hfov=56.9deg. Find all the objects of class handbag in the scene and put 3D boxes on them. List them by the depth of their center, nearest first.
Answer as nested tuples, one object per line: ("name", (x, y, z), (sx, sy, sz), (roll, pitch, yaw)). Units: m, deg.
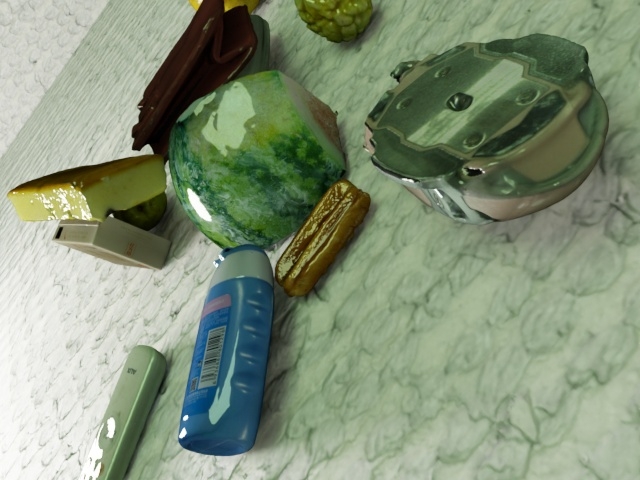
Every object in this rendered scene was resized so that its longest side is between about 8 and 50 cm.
("handbag", (-0.222, -0.289, 1.007), (0.275, 0.084, 0.260), (-49, 31, 20))

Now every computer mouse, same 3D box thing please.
("computer mouse", (0.146, -0.111, 0.611), (0.200, 0.115, 0.389), (-35, 28, 2))
("computer mouse", (-0.156, -0.285, 1.074), (0.197, 0.095, 0.330), (-34, 38, 32))

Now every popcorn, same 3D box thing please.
("popcorn", (0.027, -0.370, 0.920), (0.121, 0.116, 0.106), (11, 55, 50))

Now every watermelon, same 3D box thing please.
("watermelon", (-0.115, -0.093, 0.866), (0.305, 0.223, 0.180), (-30, 1, 34))

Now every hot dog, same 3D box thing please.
("hot dog", (0.000, 0.000, 0.738), (0.165, 0.045, 0.071), (-55, 39, 2))

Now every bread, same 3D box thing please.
("bread", (-0.399, -0.084, 0.996), (0.138, 0.077, 0.362), (-29, 20, -38))

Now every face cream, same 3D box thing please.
("face cream", (-0.110, 0.123, 0.734), (0.149, 0.083, 0.263), (-36, 40, 47))

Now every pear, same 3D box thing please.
("pear", (-0.344, -0.069, 1.117), (0.107, 0.107, 0.131), (-59, 28, -3))

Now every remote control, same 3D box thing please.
("remote control", (-0.301, 0.303, 0.853), (0.090, 0.038, 0.309), (-2, 63, 47))

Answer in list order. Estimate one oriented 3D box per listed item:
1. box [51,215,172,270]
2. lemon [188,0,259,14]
("box", (-0.381, 0.002, 1.073), (0.201, 0.141, 0.058), (3, 71, 49))
("lemon", (-0.200, -0.557, 1.252), (0.170, 0.170, 0.207), (9, 70, 50))
